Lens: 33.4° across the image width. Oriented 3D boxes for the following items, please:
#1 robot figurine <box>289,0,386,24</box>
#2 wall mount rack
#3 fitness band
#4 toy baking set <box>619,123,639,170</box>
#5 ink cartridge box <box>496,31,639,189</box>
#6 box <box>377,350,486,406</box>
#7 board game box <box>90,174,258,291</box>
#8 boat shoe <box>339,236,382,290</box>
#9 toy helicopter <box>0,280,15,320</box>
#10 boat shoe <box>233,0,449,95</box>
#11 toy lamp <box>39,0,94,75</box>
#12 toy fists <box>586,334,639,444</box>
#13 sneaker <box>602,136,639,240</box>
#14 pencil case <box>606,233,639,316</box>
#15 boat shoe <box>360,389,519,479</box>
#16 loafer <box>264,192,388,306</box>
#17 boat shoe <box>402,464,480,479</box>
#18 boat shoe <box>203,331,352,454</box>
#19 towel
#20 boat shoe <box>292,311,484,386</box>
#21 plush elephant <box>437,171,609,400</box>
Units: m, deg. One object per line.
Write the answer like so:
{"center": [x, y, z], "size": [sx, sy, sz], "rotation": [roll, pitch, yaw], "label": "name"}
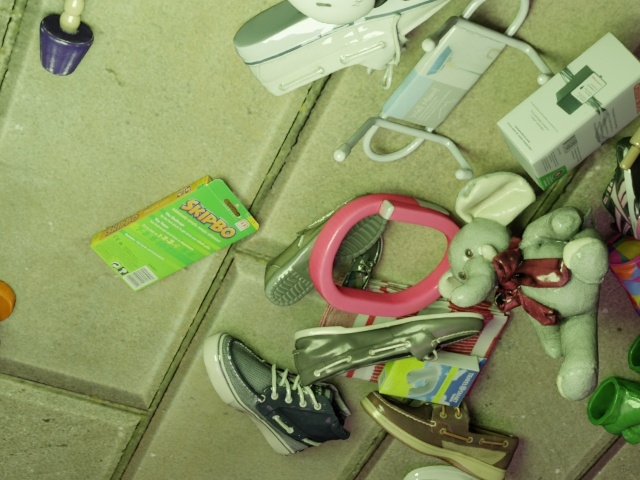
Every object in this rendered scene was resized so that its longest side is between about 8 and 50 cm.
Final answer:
{"center": [0.063, -0.394, 1.349], "size": [0.278, 0.209, 0.174], "rotation": [-42, 109, -16], "label": "robot figurine"}
{"center": [0.166, -0.208, 1.525], "size": [0.304, 0.130, 0.350], "rotation": [7, 133, -42], "label": "wall mount rack"}
{"center": [0.114, 0.030, 1.744], "size": [0.290, 0.054, 0.209], "rotation": [11, 115, -38], "label": "fitness band"}
{"center": [0.588, -0.157, 1.652], "size": [0.196, 0.030, 0.256], "rotation": [26, 98, -7], "label": "toy baking set"}
{"center": [0.373, -0.185, 1.556], "size": [0.208, 0.087, 0.153], "rotation": [-39, 158, 6], "label": "ink cartridge box"}
{"center": [0.206, 0.247, 1.953], "size": [0.178, 0.042, 0.109], "rotation": [12, 130, -13], "label": "box"}
{"center": [-0.239, -0.013, 1.767], "size": [0.259, 0.039, 0.124], "rotation": [-25, 126, 19], "label": "board game box"}
{"center": [0.070, 0.050, 1.802], "size": [0.049, 0.040, 0.142], "rotation": [20, 103, -14], "label": "boat shoe"}
{"center": [-0.704, 0.167, 1.827], "size": [0.235, 0.140, 0.355], "rotation": [34, 122, -23], "label": "toy helicopter"}
{"center": [0.070, -0.289, 1.500], "size": [0.367, 0.136, 0.156], "rotation": [-21, 126, 17], "label": "boat shoe"}
{"center": [-0.330, -0.351, 1.466], "size": [0.080, 0.080, 0.275], "rotation": [15, 127, -14], "label": "toy lamp"}
{"center": [0.629, 0.276, 2.001], "size": [0.142, 0.096, 0.279], "rotation": [15, 125, -16], "label": "toy fists"}
{"center": [0.489, -0.080, 1.729], "size": [0.077, 0.072, 0.178], "rotation": [9, 120, 42], "label": "sneaker"}
{"center": [0.568, 0.079, 1.840], "size": [0.104, 0.104, 0.236], "rotation": [-28, 124, 18], "label": "pencil case"}
{"center": [0.236, 0.349, 2.044], "size": [0.342, 0.123, 0.123], "rotation": [29, 94, -17], "label": "boat shoe"}
{"center": [0.000, 0.000, 1.757], "size": [0.251, 0.087, 0.094], "rotation": [-37, 130, 4], "label": "loafer"}
{"center": [0.300, 0.540, 2.192], "size": [0.277, 0.096, 0.098], "rotation": [17, 126, -16], "label": "boat shoe"}
{"center": [-0.067, 0.265, 1.936], "size": [0.158, 0.127, 0.340], "rotation": [-16, 137, 21], "label": "boat shoe"}
{"center": [0.154, 0.183, 1.942], "size": [0.328, 0.037, 0.237], "rotation": [11, 128, -12], "label": "towel"}
{"center": [0.118, 0.189, 1.836], "size": [0.335, 0.096, 0.112], "rotation": [-8, 165, 9], "label": "boat shoe"}
{"center": [0.309, 0.045, 1.684], "size": [0.255, 0.330, 0.272], "rotation": [3, 124, 10], "label": "plush elephant"}
